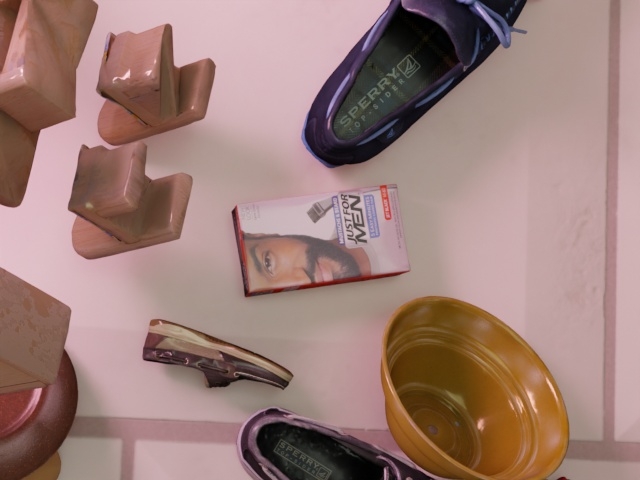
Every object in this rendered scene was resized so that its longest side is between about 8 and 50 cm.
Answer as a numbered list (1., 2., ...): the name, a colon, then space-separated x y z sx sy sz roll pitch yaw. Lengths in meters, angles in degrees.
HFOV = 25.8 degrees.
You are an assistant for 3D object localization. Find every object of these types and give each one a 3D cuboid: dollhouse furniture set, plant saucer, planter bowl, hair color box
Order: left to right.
1. dollhouse furniture set: -0.330 -0.068 1.228 0.362 0.256 0.394 36 52 -43
2. plant saucer: -0.328 0.139 1.316 0.198 0.036 0.198 4 58 -7
3. hair color box: 0.000 0.000 1.423 0.167 0.053 0.093 -8 84 -10
4. planter bowl: 0.131 0.168 1.383 0.217 0.090 0.217 22 42 -21

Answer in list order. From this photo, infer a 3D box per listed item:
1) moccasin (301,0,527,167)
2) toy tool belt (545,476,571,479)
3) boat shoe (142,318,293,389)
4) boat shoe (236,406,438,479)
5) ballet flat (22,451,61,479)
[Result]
1. moccasin: 0.123 -0.203 1.421 0.138 0.117 0.342 37 86 -6
2. toy tool belt: 0.215 0.253 1.426 0.083 0.052 0.051 -30 96 -13
3. boat shoe: -0.103 0.123 1.390 0.152 0.056 0.049 20 84 3
4. boat shoe: 0.058 0.254 1.371 0.301 0.102 0.108 33 78 -4
5. ballet flat: -0.360 0.232 1.317 0.232 0.073 0.080 -9 86 -11
